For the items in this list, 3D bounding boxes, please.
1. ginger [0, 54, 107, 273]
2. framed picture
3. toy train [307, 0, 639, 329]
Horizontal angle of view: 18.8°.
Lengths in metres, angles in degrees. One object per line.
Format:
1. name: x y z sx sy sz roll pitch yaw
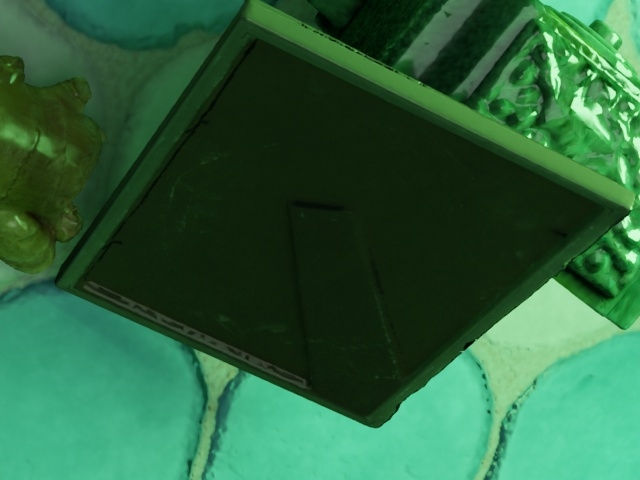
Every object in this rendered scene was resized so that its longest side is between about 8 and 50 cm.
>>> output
1. ginger: -0.209 -0.066 1.204 0.115 0.081 0.205 -25 131 25
2. framed picture: 0.000 0.000 1.178 0.247 0.335 0.022 25 56 -12
3. toy train: 0.122 -0.088 1.234 0.299 0.238 0.167 35 98 -27
